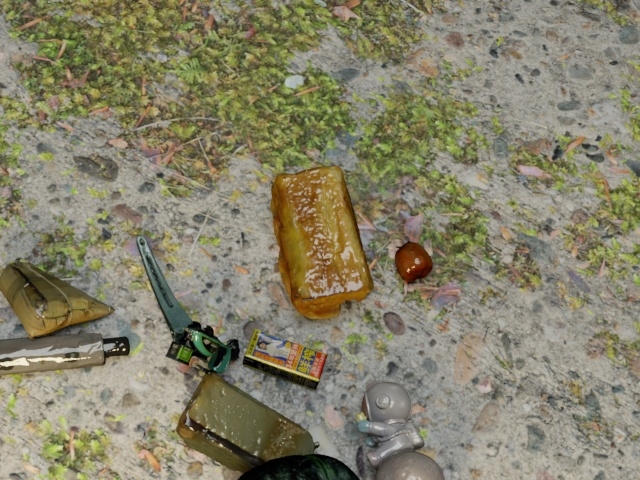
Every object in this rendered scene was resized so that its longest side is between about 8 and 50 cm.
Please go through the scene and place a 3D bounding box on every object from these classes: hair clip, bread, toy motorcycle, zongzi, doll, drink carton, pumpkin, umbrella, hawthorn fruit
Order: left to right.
[{"bbox_3d":[-0.560,0.230,1.866,0.337,0.067,0.073,-3,77,-11],"label":"umbrella"},{"bbox_3d":[-0.555,0.113,1.924,0.197,0.099,0.194,-9,43,-47],"label":"zongzi"},{"bbox_3d":[-0.341,0.106,1.965,0.048,0.083,0.275,-22,62,-20],"label":"hair clip"},{"bbox_3d":[-0.231,0.228,1.876,0.058,0.173,0.100,14,75,41],"label":"toy motorcycle"},{"bbox_3d":[-0.074,0.251,1.928,0.166,0.056,0.071,19,54,2],"label":"drink carton"},{"bbox_3d":[-0.040,0.539,1.651,0.315,0.315,0.238,-23,28,-18],"label":"pumpkin"},{"bbox_3d":[-0.003,0.003,2.012,0.195,0.149,0.344,-11,66,-1],"label":"bread"},{"bbox_3d":[0.155,0.411,1.832,0.151,0.151,0.287,-9,62,-12],"label":"doll"},{"bbox_3d":[0.204,0.042,2.059,0.081,0.081,0.093,-16,64,-15],"label":"hawthorn fruit"}]

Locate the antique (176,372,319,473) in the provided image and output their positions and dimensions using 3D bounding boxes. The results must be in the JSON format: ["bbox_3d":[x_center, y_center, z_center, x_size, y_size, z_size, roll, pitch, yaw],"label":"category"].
[{"bbox_3d":[-0.137,0.390,1.811,0.284,0.150,0.125,30,62,-1],"label":"antique"}]
